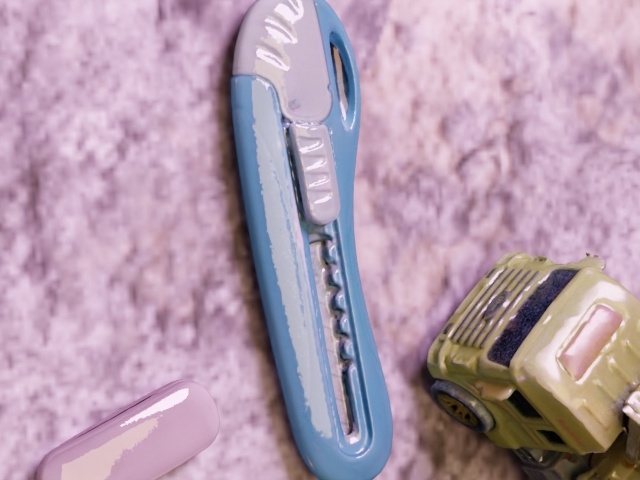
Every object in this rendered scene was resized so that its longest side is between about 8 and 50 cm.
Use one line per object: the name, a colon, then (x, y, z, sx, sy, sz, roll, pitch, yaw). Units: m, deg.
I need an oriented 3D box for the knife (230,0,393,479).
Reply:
knife: (0.000, 0.000, 0.802, 0.064, 0.031, 0.222, -12, 97, -30)

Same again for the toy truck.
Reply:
toy truck: (0.146, 0.094, 0.831, 0.085, 0.116, 0.191, -49, 111, -20)

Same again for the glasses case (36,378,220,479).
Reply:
glasses case: (-0.080, 0.087, 0.768, 0.083, 0.021, 0.032, -30, 107, -23)
